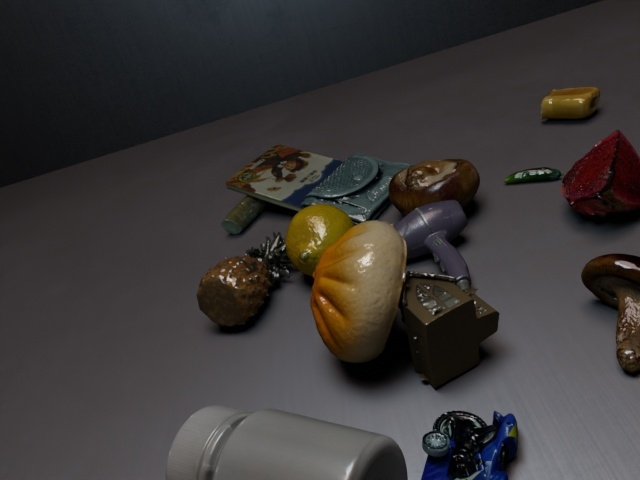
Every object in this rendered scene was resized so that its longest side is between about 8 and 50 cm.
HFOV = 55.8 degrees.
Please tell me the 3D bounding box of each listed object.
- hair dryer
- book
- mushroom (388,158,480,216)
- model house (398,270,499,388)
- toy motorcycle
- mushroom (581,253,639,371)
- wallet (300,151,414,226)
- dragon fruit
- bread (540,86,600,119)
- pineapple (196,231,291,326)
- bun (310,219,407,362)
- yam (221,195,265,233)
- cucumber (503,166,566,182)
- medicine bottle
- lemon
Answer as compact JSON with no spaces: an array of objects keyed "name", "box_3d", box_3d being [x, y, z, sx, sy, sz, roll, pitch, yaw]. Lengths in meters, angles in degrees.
[{"name":"hair dryer","box_3d":[0.253,0.057,1.431,0.301,0.121,0.361,-28,34,1]},{"name":"book","box_3d":[-0.068,-0.205,2.034,0.428,0.039,0.300,19,43,30]},{"name":"mushroom","box_3d":[0.315,-0.145,1.673,0.253,0.153,0.253,-14,23,6]},{"name":"model house","box_3d":[0.217,0.131,1.212,0.176,0.181,0.248,-24,34,-14]},{"name":"toy motorcycle","box_3d":[0.228,0.361,0.892,0.168,0.113,0.315,6,27,21]},{"name":"mushroom","box_3d":[0.561,0.135,1.094,0.227,0.148,0.217,8,54,48]},{"name":"wallet","box_3d":[0.122,-0.172,1.879,0.237,0.075,0.342,19,45,28]},{"name":"dragon fruit","box_3d":[0.691,-0.132,1.453,0.189,0.163,0.262,25,47,13]},{"name":"bread","box_3d":[0.818,-0.445,1.979,0.173,0.085,0.134,9,36,43]},{"name":"pineapple","box_3d":[-0.174,0.084,1.587,0.169,0.169,0.340,-2,24,28]},{"name":"bun","box_3d":[0.063,0.094,1.238,0.164,0.299,0.299,15,30,-5]},{"name":"yam","box_3d":[-0.253,-0.088,1.998,0.078,0.078,0.179,0,34,30]},{"name":"cucumber","box_3d":[0.602,-0.185,1.699,0.167,0.039,0.039,-5,31,27]},{"name":"medicine bottle","box_3d":[-0.058,0.372,0.929,0.339,0.208,0.208,2,35,34]},{"name":"lemon","box_3d":[0.000,0.000,1.579,0.186,0.187,0.244,-6,28,21]}]
